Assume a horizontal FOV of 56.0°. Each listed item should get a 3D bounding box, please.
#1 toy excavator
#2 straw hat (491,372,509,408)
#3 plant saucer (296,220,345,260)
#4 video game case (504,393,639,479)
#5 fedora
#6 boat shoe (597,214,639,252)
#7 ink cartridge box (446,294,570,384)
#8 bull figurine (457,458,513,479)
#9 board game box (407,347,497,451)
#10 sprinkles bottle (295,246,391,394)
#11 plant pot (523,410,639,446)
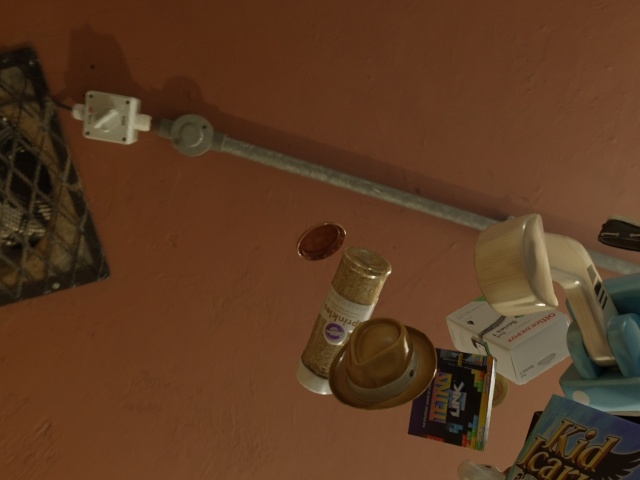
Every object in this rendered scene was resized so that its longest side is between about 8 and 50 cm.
[{"bbox_3d":[0.442,0.125,0.928,0.432,0.222,0.446,-27,-87,-40],"label":"toy excavator"},{"bbox_3d":[0.365,0.326,1.412,0.144,0.061,0.145,4,-71,12],"label":"straw hat"},{"bbox_3d":[0.000,0.000,0.968,0.083,0.013,0.084,-17,-40,-15],"label":"plant saucer"},{"bbox_3d":[0.186,0.244,0.398,0.061,0.269,0.244,35,-98,-6],"label":"video game case"},{"bbox_3d":[0.095,0.185,0.982,0.194,0.194,0.079,-17,-57,1],"label":"fedora"},{"bbox_3d":[0.406,0.002,0.743,0.038,0.125,0.046,-53,-48,-10],"label":"boat shoe"},{"bbox_3d":[0.405,0.198,1.295,0.160,0.219,0.093,-27,-70,-17],"label":"ink cartridge box"},{"bbox_3d":[0.261,0.441,0.777,0.101,0.188,0.311,-27,-107,22],"label":"bull figurine"},{"bbox_3d":[0.248,0.293,1.127,0.140,0.048,0.171,5,-105,25],"label":"board game box"},{"bbox_3d":[0.049,0.192,1.426,0.121,0.121,0.356,18,-68,-6],"label":"sprinkles bottle"},{"bbox_3d":[0.289,0.265,0.601,0.187,0.187,0.167,0,-99,10],"label":"plant pot"}]
